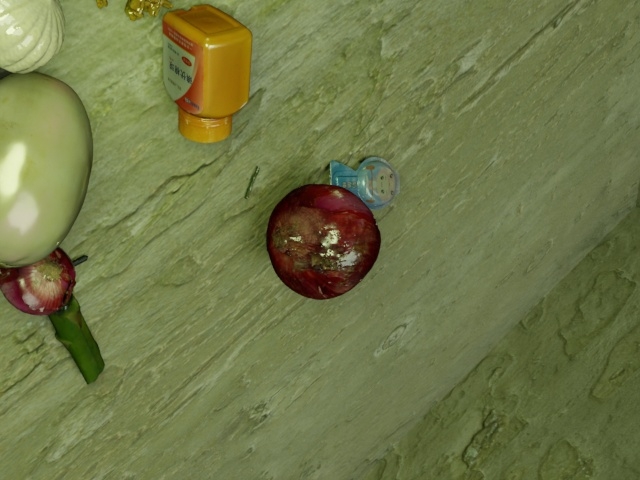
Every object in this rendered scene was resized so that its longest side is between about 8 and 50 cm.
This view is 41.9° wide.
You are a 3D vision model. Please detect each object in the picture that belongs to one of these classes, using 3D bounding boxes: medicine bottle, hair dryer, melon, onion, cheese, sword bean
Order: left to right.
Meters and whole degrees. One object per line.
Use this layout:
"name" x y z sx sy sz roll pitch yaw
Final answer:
"melon" -0.472 -0.107 1.289 0.223 0.223 0.317 24 76 -55
"onion" -0.532 0.074 1.521 0.140 0.150 0.150 -25 161 34
"hair dryer" -0.488 0.051 1.621 0.083 0.026 0.047 -36 146 -35
"medicine bottle" -0.207 -0.296 1.513 0.112 0.149 0.222 -24 137 -34
"sword bean" -0.153 -0.127 1.857 0.012 0.012 0.083 -3 125 -48
"onion" 0.000 0.000 1.915 0.276 0.276 0.276 -30 140 -29
"cheese" 0.115 -0.142 2.091 0.245 0.052 0.135 -5 93 -42

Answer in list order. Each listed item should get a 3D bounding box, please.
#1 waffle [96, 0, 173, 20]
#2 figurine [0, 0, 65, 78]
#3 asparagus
"waffle" -0.285 -0.475 1.348 0.229 0.051 0.231 -33 141 -25
"figurine" -0.503 -0.263 1.150 0.332 0.204 0.185 -47 148 -7
"asparagus" -0.497 0.203 1.713 0.067 0.060 0.277 -46 148 -27
